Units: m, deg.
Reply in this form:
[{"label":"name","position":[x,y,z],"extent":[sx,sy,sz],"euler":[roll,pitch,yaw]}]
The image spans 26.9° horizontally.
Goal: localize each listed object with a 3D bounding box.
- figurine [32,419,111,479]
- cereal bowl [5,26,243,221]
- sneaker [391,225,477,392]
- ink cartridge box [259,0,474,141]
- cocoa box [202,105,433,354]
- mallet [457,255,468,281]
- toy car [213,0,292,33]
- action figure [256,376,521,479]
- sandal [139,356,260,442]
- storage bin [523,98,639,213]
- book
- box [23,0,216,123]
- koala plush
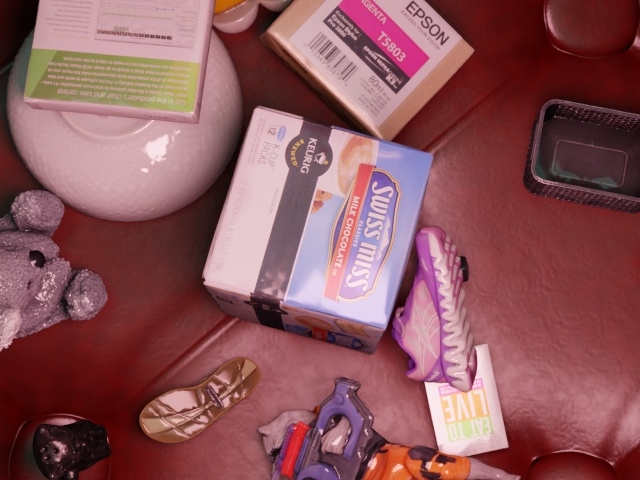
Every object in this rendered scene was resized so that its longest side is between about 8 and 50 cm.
[{"label":"figurine","position":[-0.315,0.339,1.741],"extent":[0.092,0.209,0.214],"euler":[-18,81,-2]},{"label":"cereal bowl","position":[-0.278,-0.201,1.869],"extent":[0.339,0.141,0.338],"euler":[0,80,0]},{"label":"sneaker","position":[0.140,0.095,1.762],"extent":[0.105,0.095,0.236],"euler":[-3,113,18]},{"label":"ink cartridge box","position":[0.065,-0.275,1.877],"extent":[0.235,0.088,0.193],"euler":[43,84,-8]},{"label":"cocoa box","position":[0.000,0.000,1.725],"extent":[0.228,0.347,0.231],"euler":[16,81,2]},{"label":"mallet","position":[0.194,0.113,1.865],"extent":[0.062,0.039,0.189],"euler":[-14,85,2]},{"label":"toy car","position":[-0.114,-0.400,1.913],"extent":[0.182,0.159,0.136],"euler":[-24,42,0]},{"label":"action figure","position":[0.054,0.349,1.793],"extent":[0.330,0.178,0.341],"euler":[31,109,12]},{"label":"sandal","position":[-0.164,0.222,1.846],"extent":[0.180,0.049,0.072],"euler":[-30,87,-19]},{"label":"storage bin","position":[0.385,-0.117,1.875],"extent":[0.180,0.084,0.122],"euler":[11,80,2]},{"label":"book","position":[0.196,0.221,1.834],"extent":[0.096,0.035,0.144],"euler":[-12,86,3]},{"label":"box","position":[-0.256,-0.322,1.786],"extent":[0.232,0.058,0.321],"euler":[6,78,6]},{"label":"koala plush","position":[-0.423,0.058,1.770],"extent":[0.203,0.221,0.196],"euler":[-28,93,5]}]
